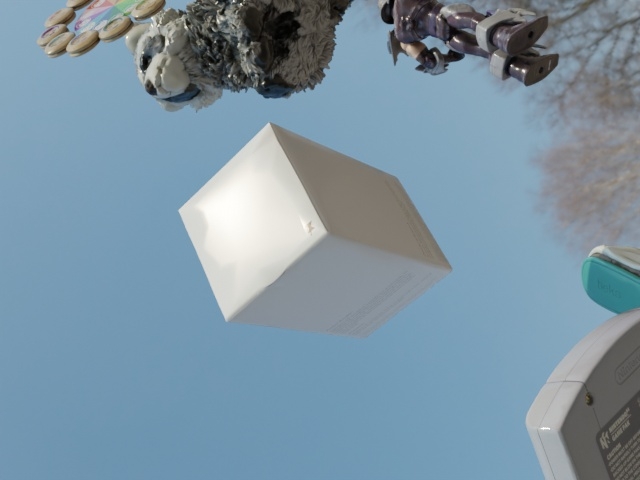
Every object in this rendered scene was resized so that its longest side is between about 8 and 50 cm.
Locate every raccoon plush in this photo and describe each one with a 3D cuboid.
[{"bbox_3d":[-0.103,-0.337,1.432,0.446,0.299,0.216,-24,-76,-43],"label":"raccoon plush"}]

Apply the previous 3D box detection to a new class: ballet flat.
[{"bbox_3d":[0.517,0.100,1.172,0.139,0.139,0.400,35,-172,-28],"label":"ballet flat"}]

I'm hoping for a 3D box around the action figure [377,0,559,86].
[{"bbox_3d":[0.184,-0.299,1.197,0.099,0.285,0.185,-42,-39,-21],"label":"action figure"}]

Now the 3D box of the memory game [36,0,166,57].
[{"bbox_3d":[-0.217,-0.250,0.901,0.186,0.186,0.012,-78,-33,-44],"label":"memory game"}]

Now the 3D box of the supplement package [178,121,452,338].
[{"bbox_3d":[0.000,0.000,1.108,0.293,0.177,0.175,16,-140,-53],"label":"supplement package"}]

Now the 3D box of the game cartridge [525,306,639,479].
[{"bbox_3d":[0.330,0.189,0.910,0.297,0.062,0.198,-27,-85,-39],"label":"game cartridge"}]
